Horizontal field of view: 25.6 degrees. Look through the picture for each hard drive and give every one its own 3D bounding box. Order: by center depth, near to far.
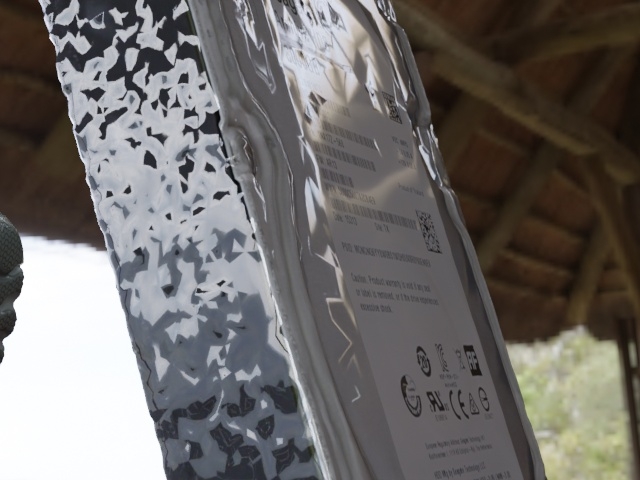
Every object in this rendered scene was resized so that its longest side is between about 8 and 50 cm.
[{"bbox_3d":[0.000,0.000,0.556,0.064,0.338,0.237,-22,-13,21],"label":"hard drive"}]

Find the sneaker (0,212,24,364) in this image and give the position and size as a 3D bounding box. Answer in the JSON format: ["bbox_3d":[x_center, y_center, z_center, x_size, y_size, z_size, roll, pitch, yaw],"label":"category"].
[{"bbox_3d":[-0.259,0.083,0.703,0.281,0.115,0.105,-51,-12,9],"label":"sneaker"}]
